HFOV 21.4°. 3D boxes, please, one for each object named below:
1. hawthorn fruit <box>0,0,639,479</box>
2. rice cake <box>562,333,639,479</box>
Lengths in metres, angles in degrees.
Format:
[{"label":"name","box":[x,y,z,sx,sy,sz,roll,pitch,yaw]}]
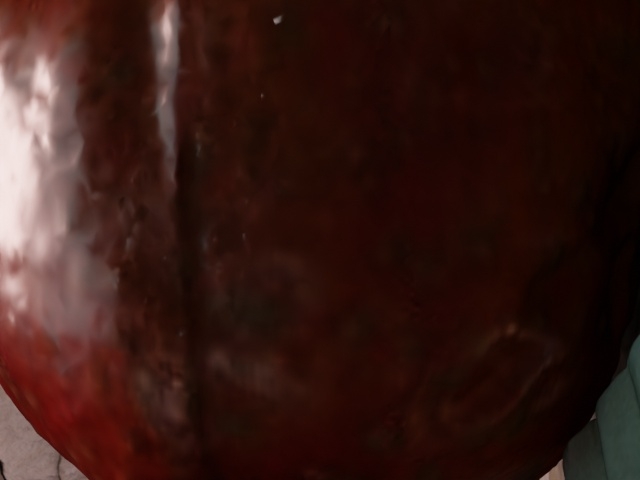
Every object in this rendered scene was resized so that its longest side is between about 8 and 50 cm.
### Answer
[{"label":"hawthorn fruit","box":[0.001,-0.024,0.588,0.258,0.258,0.262,102,156,-54]},{"label":"rice cake","box":[0.103,0.136,0.434,0.127,0.043,0.237,103,168,-60]}]
